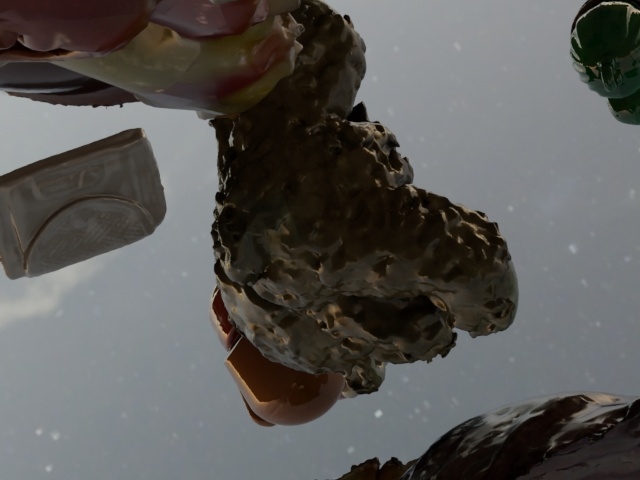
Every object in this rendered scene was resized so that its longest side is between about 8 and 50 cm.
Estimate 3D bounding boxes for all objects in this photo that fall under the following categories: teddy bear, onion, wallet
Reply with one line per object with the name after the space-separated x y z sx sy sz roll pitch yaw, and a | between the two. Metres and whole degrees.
0.000 0.000 0.844 0.156 0.256 0.267 -31 -108 -12 | teddy bear
0.188 0.188 0.984 0.280 0.314 0.146 -44 -136 25 | onion
-0.244 -0.034 1.254 0.183 0.124 0.032 -21 -146 -20 | wallet

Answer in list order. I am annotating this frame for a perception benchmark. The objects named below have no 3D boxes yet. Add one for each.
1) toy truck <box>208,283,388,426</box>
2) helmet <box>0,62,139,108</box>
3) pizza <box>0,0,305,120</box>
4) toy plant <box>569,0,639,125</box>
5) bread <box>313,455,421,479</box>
0.001 0.107 1.379 0.189 0.265 0.239 -53 -140 30 | toy truck
-0.244 -0.248 0.939 0.337 0.385 0.230 -60 180 19 | helmet
-0.119 -0.117 0.502 0.440 0.406 0.130 4 -103 35 | pizza
0.309 -0.190 1.277 0.105 0.142 0.200 -8 -146 27 | toy plant
0.078 0.297 1.130 0.240 0.178 0.135 -16 -167 -7 | bread
